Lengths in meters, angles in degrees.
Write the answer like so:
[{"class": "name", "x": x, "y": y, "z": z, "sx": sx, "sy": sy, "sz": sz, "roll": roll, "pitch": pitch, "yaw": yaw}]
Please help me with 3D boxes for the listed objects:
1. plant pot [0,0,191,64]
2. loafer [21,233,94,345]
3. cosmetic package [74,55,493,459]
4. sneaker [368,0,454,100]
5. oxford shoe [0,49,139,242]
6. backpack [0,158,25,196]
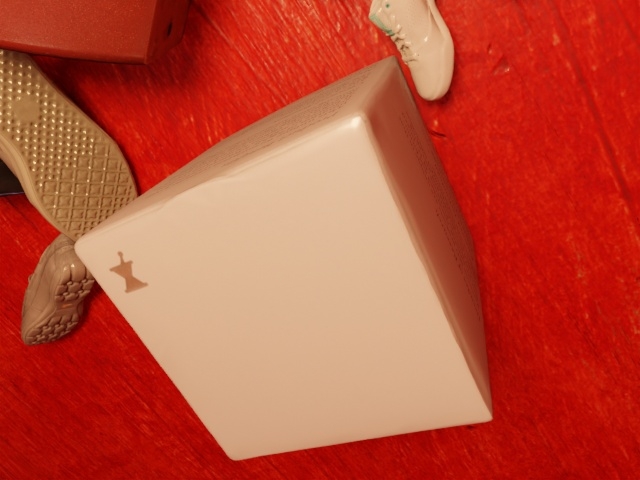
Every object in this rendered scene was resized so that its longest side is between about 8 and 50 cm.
[{"class": "plant pot", "x": -0.290, "y": -0.369, "z": 0.591, "sx": 0.236, "sy": 0.267, "sz": 0.267, "roll": 18, "pitch": 121, "yaw": -10}, {"class": "loafer", "x": -0.560, "y": 0.112, "z": 0.994, "sx": 0.319, "sy": 0.112, "sz": 0.111, "roll": -47, "pitch": 63, "yaw": 30}, {"class": "cosmetic package", "x": 0.000, "y": 0.000, "z": 0.620, "sx": 0.330, "sy": 0.393, "sz": 0.327, "roll": -19, "pitch": 111, "yaw": 23}, {"class": "sneaker", "x": 0.108, "y": -0.280, "z": 0.607, "sx": 0.094, "sy": 0.080, "sz": 0.212, "roll": -24, "pitch": 113, "yaw": -19}, {"class": "oxford shoe", "x": -0.458, "y": -0.166, "z": 0.776, "sx": 0.130, "sy": 0.169, "sz": 0.449, "roll": 23, "pitch": 150, "yaw": 43}, {"class": "backpack", "x": -0.576, "y": -0.162, "z": 0.819, "sx": 0.117, "sy": 0.158, "sz": 0.173, "roll": 1, "pitch": 105, "yaw": 33}]
